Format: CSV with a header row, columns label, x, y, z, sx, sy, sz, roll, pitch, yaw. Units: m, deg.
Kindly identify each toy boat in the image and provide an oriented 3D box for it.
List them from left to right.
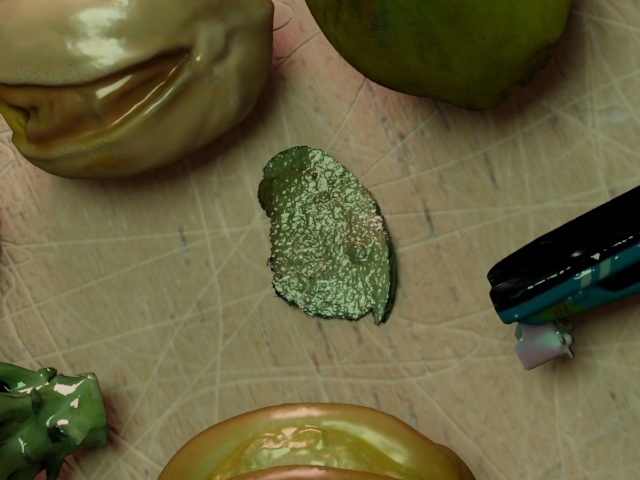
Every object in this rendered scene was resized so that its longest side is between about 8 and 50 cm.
label,x,y,z,sx,sy,sz,roll,pitch,yaw
toy boat,0.294,0.008,1.556,0.299,0.134,0.092,-27,99,11

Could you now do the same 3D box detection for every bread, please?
label,x,y,z,sx,sy,sz,roll,pitch,yaw
bread,-0.012,0.273,1.521,0.315,0.211,0.270,-9,67,18

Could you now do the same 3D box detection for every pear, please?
label,x,y,z,sx,sy,sz,roll,pitch,yaw
pear,0.099,-0.271,1.651,0.269,0.269,0.321,-31,84,10

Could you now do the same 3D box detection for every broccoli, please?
label,x,y,z,sx,sy,sz,roll,pitch,yaw
broccoli,-0.332,0.199,1.699,0.270,0.270,0.270,-15,60,-19

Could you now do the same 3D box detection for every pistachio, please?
label,x,y,z,sx,sy,sz,roll,pitch,yaw
pistachio,-0.192,-0.181,1.781,0.308,0.230,0.230,-15,65,22

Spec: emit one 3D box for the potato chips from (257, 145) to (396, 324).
label,x,y,z,sx,sy,sz,roll,pitch,yaw
potato chips,0.000,0.000,1.725,0.209,0.026,0.142,37,85,28
